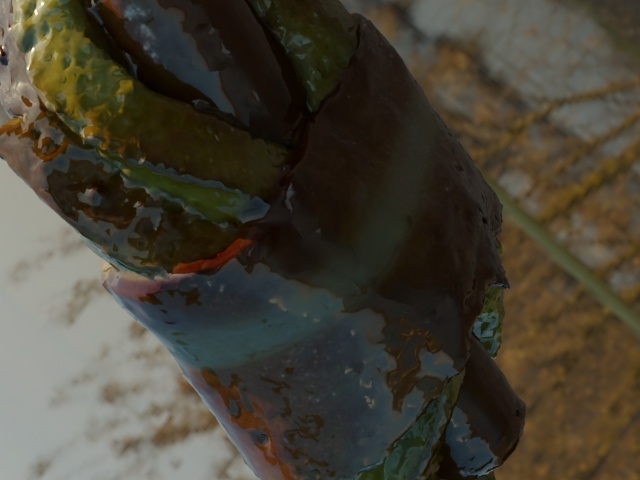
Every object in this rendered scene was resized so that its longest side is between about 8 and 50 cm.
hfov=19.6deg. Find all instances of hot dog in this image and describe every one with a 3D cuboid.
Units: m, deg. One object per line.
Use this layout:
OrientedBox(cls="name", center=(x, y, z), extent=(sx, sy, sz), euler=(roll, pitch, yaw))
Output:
OrientedBox(cls="hot dog", center=(0.003, 0.002, 0.545), extent=(0.093, 0.123, 0.261), euler=(-15, 126, 35))
